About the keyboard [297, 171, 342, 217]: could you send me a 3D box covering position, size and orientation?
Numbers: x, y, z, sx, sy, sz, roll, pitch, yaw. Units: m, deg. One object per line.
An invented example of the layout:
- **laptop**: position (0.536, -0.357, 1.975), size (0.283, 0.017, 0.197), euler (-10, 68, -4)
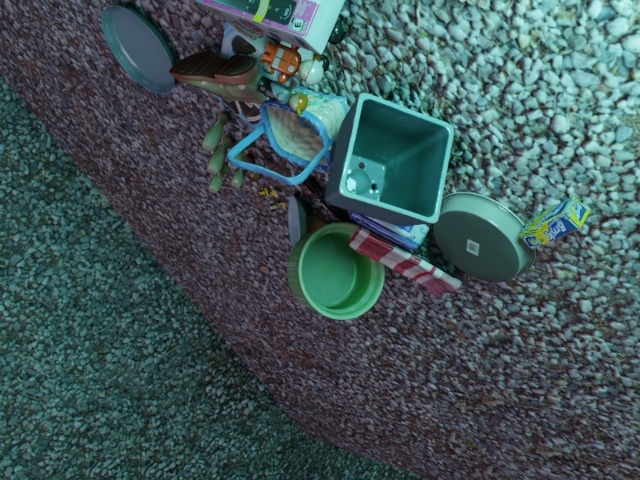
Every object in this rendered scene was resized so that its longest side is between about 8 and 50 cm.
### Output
- **keyboard**: position (0.006, -0.149, 2.101), size (0.192, 0.038, 0.100), euler (44, 175, -6)

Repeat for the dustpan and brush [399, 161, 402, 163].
- **dustpan and brush**: position (0.204, -0.137, 1.837), size (0.211, 0.060, 0.147), euler (-19, 105, 52)

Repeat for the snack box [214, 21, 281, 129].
- **snack box**: position (-0.200, -0.462, 1.877), size (0.187, 0.060, 0.322), euler (40, 152, 6)

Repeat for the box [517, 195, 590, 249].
- **box**: position (0.535, -0.038, 1.536), size (0.054, 0.059, 0.169), euler (41, 153, -3)

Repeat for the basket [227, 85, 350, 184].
- **basket**: position (-0.073, -0.268, 1.742), size (0.254, 0.289, 0.201), euler (21, 150, 33)

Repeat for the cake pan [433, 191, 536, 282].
- **cake pan**: position (0.418, 0.002, 1.749), size (0.293, 0.054, 0.293), euler (32, 151, 20)

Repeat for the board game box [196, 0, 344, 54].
- **board game box**: position (-0.093, -0.560, 1.428), size (0.303, 0.224, 0.097), euler (26, -174, 27)

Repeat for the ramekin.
- **ramekin**: position (0.041, 0.097, 2.117), size (0.303, 0.303, 0.148), euler (50, 158, -15)

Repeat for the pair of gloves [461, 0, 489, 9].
- **pair of gloves**: position (0.240, -0.550, 1.214), size (0.240, 0.042, 0.204), euler (35, 148, 10)

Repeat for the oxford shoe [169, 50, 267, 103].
- **oxford shoe**: position (-0.289, -0.436, 1.840), size (0.348, 0.123, 0.130), euler (21, 149, 41)

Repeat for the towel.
- **towel**: position (0.236, 0.065, 1.948), size (0.328, 0.037, 0.237), euler (29, 170, 1)

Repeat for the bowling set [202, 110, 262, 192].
- **bowling set**: position (-0.268, -0.267, 2.194), size (0.199, 0.154, 0.287), euler (18, 147, 5)

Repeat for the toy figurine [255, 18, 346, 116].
- **toy figurine**: position (-0.046, -0.427, 1.579), size (0.148, 0.213, 0.209), euler (24, 155, -1)

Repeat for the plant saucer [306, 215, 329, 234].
- **plant saucer**: position (0.000, 0.000, 2.299), size (0.200, 0.037, 0.200), euler (31, 150, 20)

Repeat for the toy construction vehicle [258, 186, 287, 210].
- **toy construction vehicle**: position (-0.163, -0.149, 2.309), size (0.098, 0.035, 0.086), euler (-5, 116, 51)

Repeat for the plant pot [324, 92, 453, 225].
- **plant pot**: position (0.137, -0.166, 1.612), size (0.247, 0.247, 0.252), euler (16, 166, -16)

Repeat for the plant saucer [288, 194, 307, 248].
- **plant saucer**: position (-0.073, -0.057, 2.230), size (0.195, 0.037, 0.195), euler (176, 90, -76)

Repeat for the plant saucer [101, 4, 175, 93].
- **plant saucer**: position (-0.579, -0.622, 2.159), size (0.317, 0.044, 0.318), euler (32, 150, 21)

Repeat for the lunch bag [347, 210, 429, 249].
- **lunch bag**: position (0.185, -0.055, 1.834), size (0.218, 0.090, 0.176), euler (28, 180, -2)
